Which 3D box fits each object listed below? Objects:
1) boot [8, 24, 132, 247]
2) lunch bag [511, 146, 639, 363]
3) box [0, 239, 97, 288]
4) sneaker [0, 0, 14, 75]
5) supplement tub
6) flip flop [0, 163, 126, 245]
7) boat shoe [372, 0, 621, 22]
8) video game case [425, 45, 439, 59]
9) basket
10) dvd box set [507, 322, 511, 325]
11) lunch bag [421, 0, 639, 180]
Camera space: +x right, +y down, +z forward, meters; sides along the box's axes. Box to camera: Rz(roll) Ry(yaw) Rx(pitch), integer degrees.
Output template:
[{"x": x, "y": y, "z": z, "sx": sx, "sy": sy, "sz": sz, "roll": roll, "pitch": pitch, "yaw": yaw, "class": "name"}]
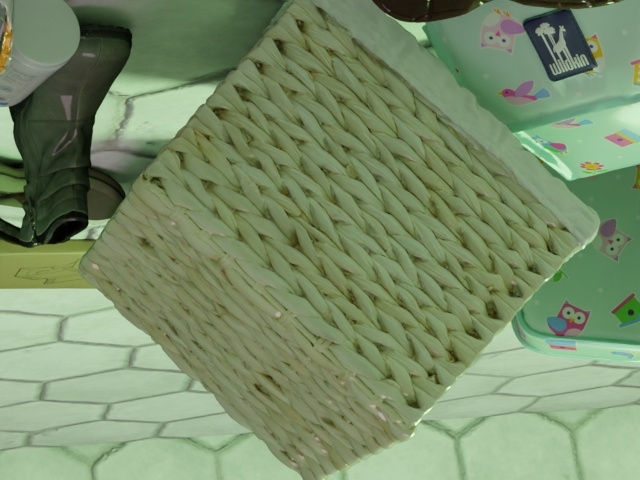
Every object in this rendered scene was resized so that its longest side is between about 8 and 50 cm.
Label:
[{"x": -0.221, "y": -0.087, "z": 1.691, "sx": 0.083, "sy": 0.161, "sz": 0.246, "roll": 0, "pitch": 164, "yaw": -23, "class": "boot"}, {"x": 0.300, "y": -0.015, "z": 1.955, "sx": 0.224, "sy": 0.279, "sz": 0.108, "roll": 3, "pitch": 166, "yaw": 9, "class": "lunch bag"}, {"x": -0.323, "y": 0.031, "z": 2.351, "sx": 0.201, "sy": 0.021, "sz": 0.164, "roll": 1, "pitch": 163, "yaw": -22, "class": "box"}, {"x": -0.309, "y": -0.167, "z": 1.524, "sx": 0.083, "sy": 0.084, "sz": 0.215, "roll": 9, "pitch": 160, "yaw": -31, "class": "sneaker"}, {"x": -0.254, "y": -0.161, "z": 1.583, "sx": 0.071, "sy": 0.071, "sz": 0.107, "roll": 4, "pitch": 161, "yaw": -32, "class": "supplement tub"}, {"x": -0.319, "y": -0.034, "z": 1.985, "sx": 0.112, "sy": 0.080, "sz": 0.277, "roll": -16, "pitch": 168, "yaw": 33, "class": "flip flop"}, {"x": 0.152, "y": -0.233, "z": 1.411, "sx": 0.257, "sy": 0.095, "sz": 0.095, "roll": 0, "pitch": 145, "yaw": 34, "class": "boat shoe"}, {"x": 0.061, "y": -0.107, "z": 1.885, "sx": 0.227, "sy": 0.026, "sz": 0.206, "roll": -13, "pitch": 146, "yaw": 23, "class": "video game case"}, {"x": 0.000, "y": 0.000, "z": 1.646, "sx": 0.266, "sy": 0.331, "sz": 0.328, "roll": -46, "pitch": -179, "yaw": -23, "class": "basket"}, {"x": 0.092, "y": 0.025, "z": 2.231, "sx": 0.420, "sy": 0.062, "sz": 0.307, "roll": -17, "pitch": 141, "yaw": 34, "class": "dvd box set"}, {"x": 0.240, "y": -0.170, "z": 1.591, "sx": 0.223, "sy": 0.160, "sz": 0.262, "roll": -13, "pitch": 153, "yaw": 34, "class": "lunch bag"}]
